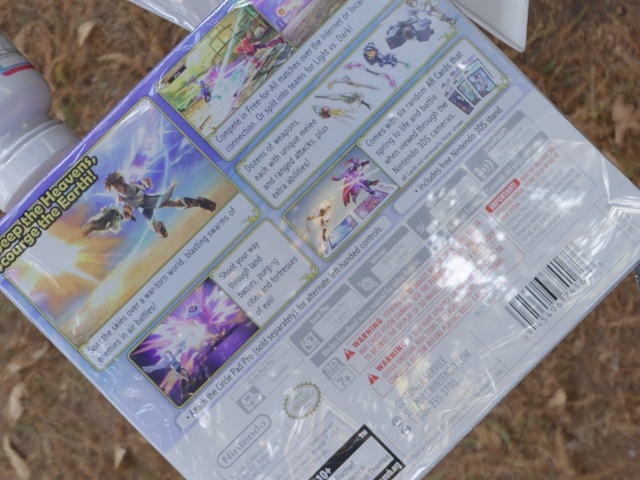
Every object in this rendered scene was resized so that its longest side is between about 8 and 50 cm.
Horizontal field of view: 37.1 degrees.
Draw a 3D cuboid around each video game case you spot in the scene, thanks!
[{"bbox_3d":[0.000,0.000,0.507,0.269,0.061,0.244,-44,89,-1],"label":"video game case"}]

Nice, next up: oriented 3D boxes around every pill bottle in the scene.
[{"bbox_3d":[-0.227,-0.097,0.595,0.160,0.087,0.087,47,120,-2],"label":"pill bottle"}]

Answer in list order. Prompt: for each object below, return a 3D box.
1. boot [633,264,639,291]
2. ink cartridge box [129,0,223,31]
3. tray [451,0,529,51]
[{"bbox_3d":[0.409,0.083,1.001,0.118,0.223,0.338,0,109,27],"label":"boot"},{"bbox_3d":[-0.141,-0.395,1.025,0.324,0.071,0.330,22,132,-29],"label":"ink cartridge box"},{"bbox_3d":[0.146,-0.337,1.127,0.270,0.145,0.030,26,151,-30],"label":"tray"}]
